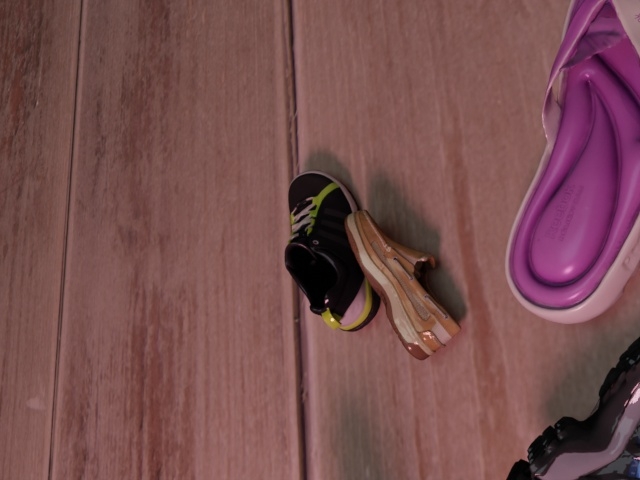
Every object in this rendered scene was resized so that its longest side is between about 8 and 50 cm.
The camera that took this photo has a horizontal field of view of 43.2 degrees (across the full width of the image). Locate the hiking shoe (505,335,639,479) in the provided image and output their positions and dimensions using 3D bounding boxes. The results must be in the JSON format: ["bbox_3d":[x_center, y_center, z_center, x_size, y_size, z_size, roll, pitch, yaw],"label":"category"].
[{"bbox_3d":[0.285,0.151,0.643,0.132,0.113,0.304,45,104,11],"label":"hiking shoe"}]

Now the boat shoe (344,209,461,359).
[{"bbox_3d":[0.093,0.035,0.882,0.072,0.068,0.190,-36,63,16],"label":"boat shoe"}]

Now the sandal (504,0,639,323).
[{"bbox_3d":[0.264,-0.129,0.731,0.169,0.102,0.416,10,84,45],"label":"sandal"}]

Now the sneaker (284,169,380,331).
[{"bbox_3d":[0.000,0.000,0.950,0.084,0.097,0.234,-42,52,27],"label":"sneaker"}]
